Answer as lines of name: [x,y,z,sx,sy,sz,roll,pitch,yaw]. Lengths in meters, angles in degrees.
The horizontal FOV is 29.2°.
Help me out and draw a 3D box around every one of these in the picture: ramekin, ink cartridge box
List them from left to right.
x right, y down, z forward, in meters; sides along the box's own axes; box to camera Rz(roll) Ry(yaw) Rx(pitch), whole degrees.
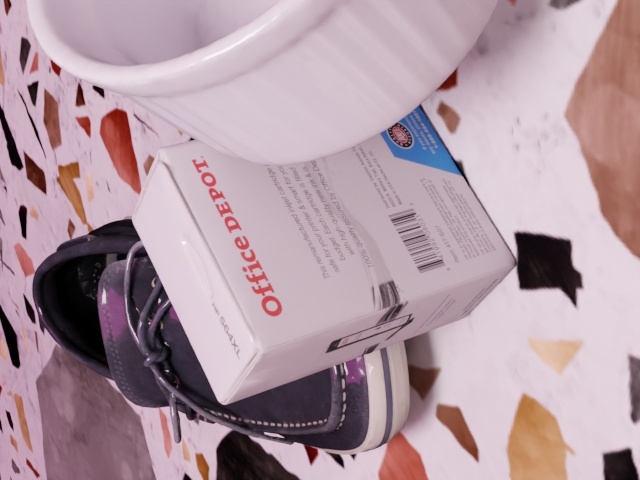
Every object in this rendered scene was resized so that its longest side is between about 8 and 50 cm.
ramekin: [-0.023,-0.178,0.707,0.277,0.135,0.277,-18,55,29]
ink cartridge box: [0.000,0.000,0.803,0.148,0.203,0.086,62,147,20]

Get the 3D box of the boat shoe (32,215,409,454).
boat shoe: [-0.104,0.079,1.059,0.500,0.156,0.187,15,115,54]
